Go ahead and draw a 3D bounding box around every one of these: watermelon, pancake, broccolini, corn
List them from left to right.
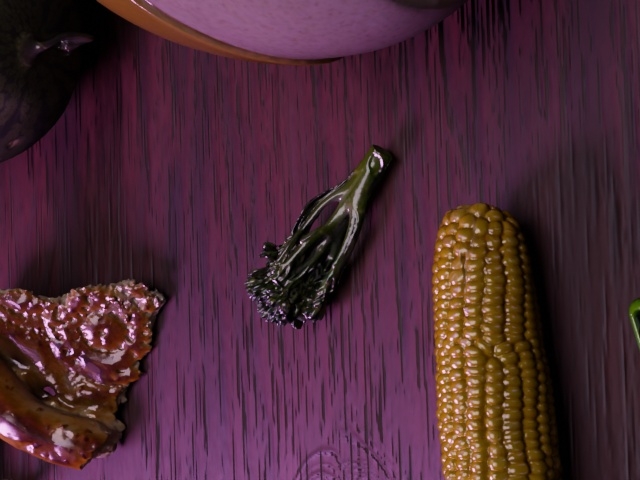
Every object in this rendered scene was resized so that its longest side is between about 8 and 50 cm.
[{"bbox_3d":[-0.398,-0.210,1.848,0.359,0.279,0.278,8,94,40],"label":"watermelon"},{"bbox_3d":[-0.280,0.107,1.829,0.244,0.057,0.266,-37,97,12],"label":"pancake"},{"bbox_3d":[0.009,-0.002,1.680,0.091,0.068,0.202,43,99,17],"label":"broccolini"},{"bbox_3d":[0.149,0.120,1.524,0.106,0.106,0.305,-10,82,37],"label":"corn"}]

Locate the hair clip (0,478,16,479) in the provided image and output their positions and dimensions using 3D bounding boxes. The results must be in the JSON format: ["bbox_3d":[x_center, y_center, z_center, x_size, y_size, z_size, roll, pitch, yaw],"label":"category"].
[{"bbox_3d":[-0.433,0.326,1.940,0.113,0.172,0.282,37,101,24],"label":"hair clip"}]

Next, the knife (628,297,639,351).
[{"bbox_3d":[0.289,0.152,1.471,0.054,0.015,0.212,-25,75,43],"label":"knife"}]

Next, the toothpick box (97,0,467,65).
[{"bbox_3d":[-0.064,-0.358,1.510,0.425,0.409,0.408,14,97,41],"label":"toothpick box"}]
